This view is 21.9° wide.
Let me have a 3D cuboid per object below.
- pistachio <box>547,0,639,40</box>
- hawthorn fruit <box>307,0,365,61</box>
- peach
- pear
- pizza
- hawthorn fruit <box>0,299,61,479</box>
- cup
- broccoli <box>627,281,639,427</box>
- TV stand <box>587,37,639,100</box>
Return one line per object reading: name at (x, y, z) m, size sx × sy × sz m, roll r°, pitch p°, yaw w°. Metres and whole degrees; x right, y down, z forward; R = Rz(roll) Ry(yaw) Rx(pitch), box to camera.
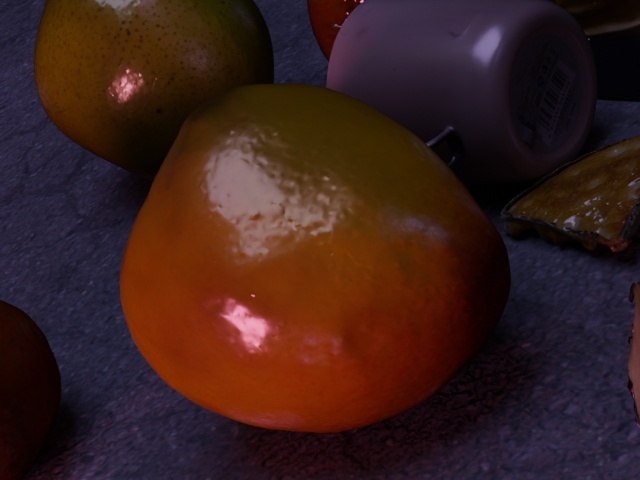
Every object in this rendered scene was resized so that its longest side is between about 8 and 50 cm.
pistachio at (0.315, -0.274, 1.685) m, size 0.229 × 0.157 × 0.157 m, roll -8°, pitch 33°, yaw 37°
hawthorn fruit at (0.103, -0.271, 1.854) m, size 0.196 × 0.196 × 0.225 m, roll -4°, pitch 22°, yaw 39°
peach at (-0.007, 0.028, 1.352) m, size 0.308 × 0.289 × 0.289 m, roll 32°, pitch 55°, yaw 15°
pear at (-0.191, -0.211, 1.893) m, size 0.294 × 0.294 × 0.294 m, roll -22°, pitch 28°, yaw 12°
pizza at (0.259, -0.036, 1.450) m, size 0.184 × 0.036 × 0.176 m, roll -31°, pitch 25°, yaw 1°
hawthorn fruit at (-0.346, 0.137, 1.549) m, size 0.210 × 0.210 × 0.262 m, roll -18°, pitch 17°, yaw 19°
cup at (0.122, -0.127, 1.565) m, size 0.200 × 0.191 × 0.253 m, roll 7°, pitch 40°, yaw 45°
broccoli at (0.284, 0.128, 0.970) m, size 0.180 × 0.242 × 0.273 m, roll -2°, pitch 38°, yaw 4°
TV stand at (0.265, -0.174, 1.671) m, size 0.040 × 0.049 × 0.256 m, roll -44°, pitch 32°, yaw -26°
